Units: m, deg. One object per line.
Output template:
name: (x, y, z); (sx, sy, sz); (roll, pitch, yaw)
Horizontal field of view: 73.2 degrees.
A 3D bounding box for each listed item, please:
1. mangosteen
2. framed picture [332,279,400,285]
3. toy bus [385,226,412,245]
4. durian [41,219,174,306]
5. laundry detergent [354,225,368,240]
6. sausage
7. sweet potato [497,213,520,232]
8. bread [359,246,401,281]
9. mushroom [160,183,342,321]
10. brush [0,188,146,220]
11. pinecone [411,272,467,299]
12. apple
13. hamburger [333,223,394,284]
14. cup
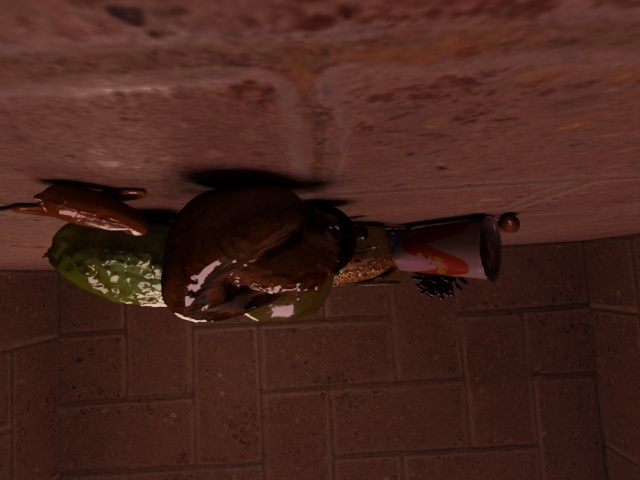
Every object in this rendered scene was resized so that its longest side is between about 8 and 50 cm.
mangosteen: (0.000, 0.000, 0.880); (0.153, 0.152, 0.152); (-3, 175, 0)
framed picture: (0.129, 0.155, 1.557); (0.281, 0.019, 0.209); (4, 170, -45)
toy bus: (0.260, -0.013, 1.461); (0.153, 0.061, 0.051); (-5, -177, -34)
durian: (-0.384, 0.035, 0.928); (0.340, 0.204, 0.256); (7, 159, -13)
laundry detergent: (0.024, -0.010, 1.173); (0.226, 0.099, 0.070); (-6, -150, 34)
sausage: (-0.326, -0.043, 0.638); (0.062, 0.054, 0.183); (25, -179, 33)
sweet potato: (0.567, -0.048, 1.300); (0.055, 0.058, 0.202); (-26, 169, 13)
bread: (0.233, 0.070, 1.723); (0.314, 0.191, 0.370); (2, 172, -38)
mushroom: (-0.106, 0.014, 0.687); (0.283, 0.195, 0.263); (-6, 140, -17)
brush: (-0.410, -0.059, 0.716); (0.315, 0.017, 0.090); (-6, 175, 24)
pinecone: (0.452, 0.086, 1.526); (0.246, 0.292, 0.246); (34, -170, -7)
apple: (-0.104, 0.070, 1.070); (0.292, 0.253, 0.292); (-5, 173, -1)
hamburger: (0.085, 0.046, 1.350); (0.276, 0.178, 0.294); (-8, 173, 39)
cup: (0.384, 0.031, 1.332); (0.289, 0.202, 0.203); (-2, 177, 39)
